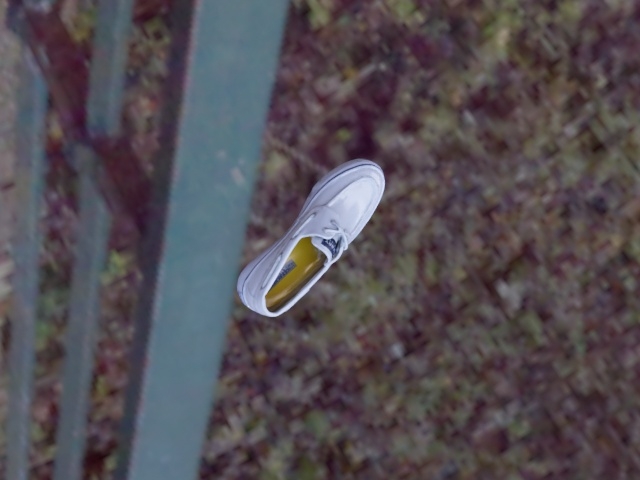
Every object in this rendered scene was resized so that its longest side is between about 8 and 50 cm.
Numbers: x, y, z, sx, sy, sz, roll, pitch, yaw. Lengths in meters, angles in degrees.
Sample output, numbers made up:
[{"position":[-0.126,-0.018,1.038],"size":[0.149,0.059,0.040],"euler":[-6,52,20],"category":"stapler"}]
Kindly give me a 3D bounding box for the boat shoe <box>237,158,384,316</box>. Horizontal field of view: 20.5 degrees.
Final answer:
[{"position":[0.000,0.000,0.906],"size":[0.100,0.035,0.035],"euler":[-44,118,-8],"category":"boat shoe"}]
